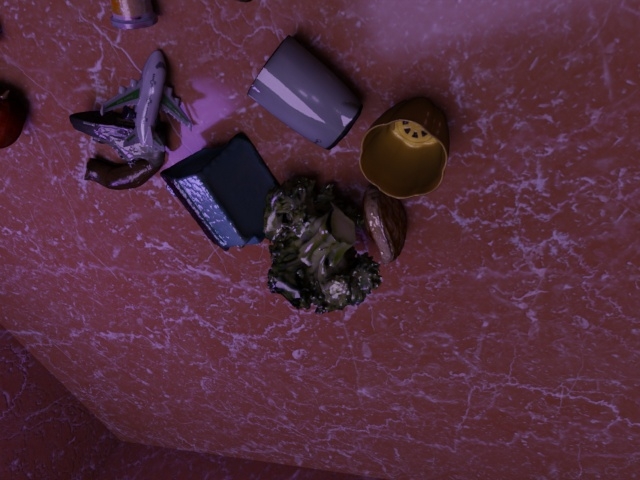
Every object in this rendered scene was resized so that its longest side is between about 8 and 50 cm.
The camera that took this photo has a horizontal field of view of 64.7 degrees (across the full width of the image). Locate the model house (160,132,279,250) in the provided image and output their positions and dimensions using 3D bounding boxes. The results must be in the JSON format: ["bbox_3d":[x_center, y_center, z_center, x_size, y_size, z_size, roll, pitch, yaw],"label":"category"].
[{"bbox_3d":[-0.288,-0.117,1.429,0.248,0.230,0.281,-7,124,42],"label":"model house"}]

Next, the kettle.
[{"bbox_3d":[-0.034,-0.320,1.176,0.236,0.161,0.221,35,162,-11],"label":"kettle"}]

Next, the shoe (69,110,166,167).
[{"bbox_3d":[-0.582,-0.284,1.466,0.292,0.109,0.149,11,125,10],"label":"shoe"}]

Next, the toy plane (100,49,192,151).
[{"bbox_3d":[-0.449,-0.364,1.318,0.101,0.251,0.256,22,106,41],"label":"toy plane"}]

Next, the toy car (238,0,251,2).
[{"bbox_3d":[-0.253,-0.581,1.044,0.256,0.124,0.101,23,112,4],"label":"toy car"}]

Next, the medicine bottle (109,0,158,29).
[{"bbox_3d":[-0.441,-0.678,1.060,0.108,0.108,0.426,12,133,14],"label":"medicine bottle"}]

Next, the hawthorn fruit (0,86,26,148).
[{"bbox_3d":[-0.998,-0.388,1.532,0.189,0.190,0.251,43,119,-16],"label":"hawthorn fruit"}]

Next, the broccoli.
[{"bbox_3d":[-0.002,0.018,1.328,0.277,0.317,0.339,5,102,-26],"label":"broccoli"}]

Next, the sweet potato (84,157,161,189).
[{"bbox_3d":[-0.619,-0.211,1.573,0.285,0.085,0.112,-1,124,25],"label":"sweet potato"}]

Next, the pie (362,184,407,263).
[{"bbox_3d":[0.162,-0.045,1.301,0.084,0.179,0.205,-15,116,28],"label":"pie"}]

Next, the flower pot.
[{"bbox_3d":[0.199,-0.218,1.126,0.195,0.179,0.195,13,132,15],"label":"flower pot"}]
